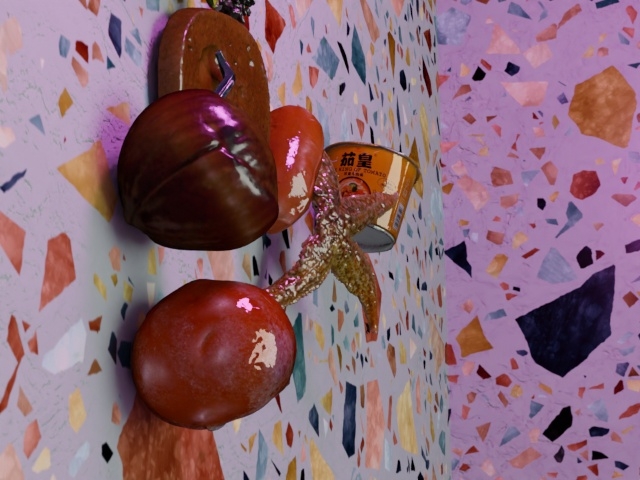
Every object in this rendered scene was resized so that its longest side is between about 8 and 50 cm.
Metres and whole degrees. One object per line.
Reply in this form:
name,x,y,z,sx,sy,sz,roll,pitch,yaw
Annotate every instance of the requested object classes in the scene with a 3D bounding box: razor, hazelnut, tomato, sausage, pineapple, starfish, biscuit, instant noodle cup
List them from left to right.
hazelnut,-0.171,-0.086,1.625,0.229,0.229,0.229,-5,90,-73
razor,-0.158,-0.207,1.784,0.190,0.033,0.066,-69,150,-48
tomato,-0.142,0.145,1.627,0.188,0.232,0.232,64,21,-8
biscuit,-0.166,-0.201,1.904,0.367,0.063,0.314,1,88,-72
pineapple,-0.129,-0.439,2.039,0.108,0.108,0.198,64,35,-50
sausage,-0.063,-0.129,2.104,0.133,0.133,0.258,67,27,-46
starfish,0.009,-0.005,2.228,0.384,0.132,0.398,31,49,-51
instant noodle cup,0.087,-0.083,2.489,0.216,0.215,0.172,53,44,-60

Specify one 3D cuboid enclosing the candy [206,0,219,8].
candy,-0.182,-0.494,1.891,0.149,0.069,0.246,67,8,-52
